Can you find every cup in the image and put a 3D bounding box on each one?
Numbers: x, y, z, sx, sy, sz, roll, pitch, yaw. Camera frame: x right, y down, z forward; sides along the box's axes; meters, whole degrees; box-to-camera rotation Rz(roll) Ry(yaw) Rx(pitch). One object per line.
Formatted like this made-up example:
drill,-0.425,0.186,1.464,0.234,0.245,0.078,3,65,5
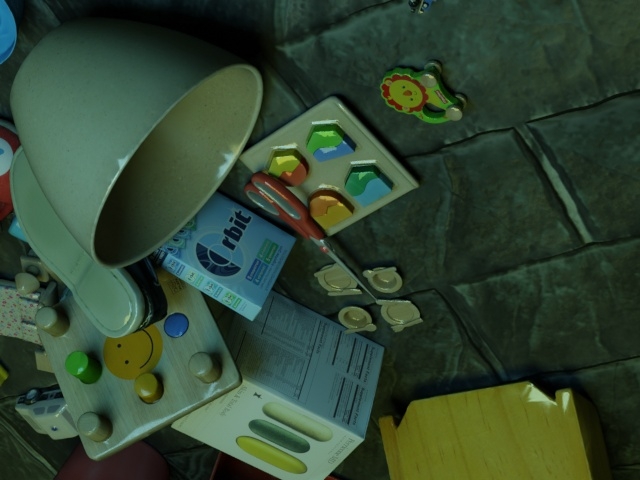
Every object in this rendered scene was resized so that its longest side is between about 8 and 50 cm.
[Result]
cup,-0.271,-0.163,1.660,0.237,0.331,0.331,38,137,13

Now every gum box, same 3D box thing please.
gum box,-0.145,0.011,1.855,0.184,0.157,0.041,31,137,-5

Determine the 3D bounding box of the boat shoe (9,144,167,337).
boat shoe,-0.327,-0.007,1.800,0.340,0.113,0.127,48,116,23

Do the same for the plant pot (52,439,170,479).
plant pot,-0.415,0.519,2.383,0.274,0.243,0.275,8,135,8

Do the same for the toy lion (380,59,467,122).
toy lion,0.133,-0.195,1.676,0.096,0.034,0.100,-18,127,39

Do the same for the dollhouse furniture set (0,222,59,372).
dollhouse furniture set,-0.618,0.123,2.109,0.303,0.174,0.356,11,135,7

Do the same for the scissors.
scissors,0.000,0.000,1.867,0.297,0.021,0.109,42,158,-16

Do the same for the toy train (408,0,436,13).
toy train,0.143,-0.343,1.531,0.036,0.027,0.158,11,136,-10

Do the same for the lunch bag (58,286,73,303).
lunch bag,-0.329,0.119,2.081,0.176,0.090,0.219,37,133,-22

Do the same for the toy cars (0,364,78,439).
toy cars,-0.588,0.299,2.332,0.393,0.087,0.176,19,136,-2

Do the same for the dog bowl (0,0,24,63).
dog bowl,-0.540,-0.351,1.694,0.297,0.074,0.166,27,135,-9

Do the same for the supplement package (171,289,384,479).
supplement package,-0.067,0.240,2.038,0.262,0.198,0.199,27,134,-11

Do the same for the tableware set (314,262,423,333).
tableware set,0.077,0.092,1.977,0.141,0.020,0.169,-9,130,24

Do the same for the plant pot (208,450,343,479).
plant pot,-0.126,0.563,2.348,0.267,0.267,0.236,24,147,-7

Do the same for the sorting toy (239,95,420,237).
sorting toy,0.009,-0.097,1.801,0.208,0.038,0.193,-27,121,36

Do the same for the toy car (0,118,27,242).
toy car,-0.532,-0.049,1.869,0.219,0.238,0.210,28,134,-12

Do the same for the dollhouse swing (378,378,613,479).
dollhouse swing,0.344,0.393,2.164,0.346,0.305,0.315,-14,86,28

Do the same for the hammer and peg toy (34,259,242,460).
hammer and peg toy,-0.291,0.114,1.871,0.266,0.361,0.127,-28,157,2
